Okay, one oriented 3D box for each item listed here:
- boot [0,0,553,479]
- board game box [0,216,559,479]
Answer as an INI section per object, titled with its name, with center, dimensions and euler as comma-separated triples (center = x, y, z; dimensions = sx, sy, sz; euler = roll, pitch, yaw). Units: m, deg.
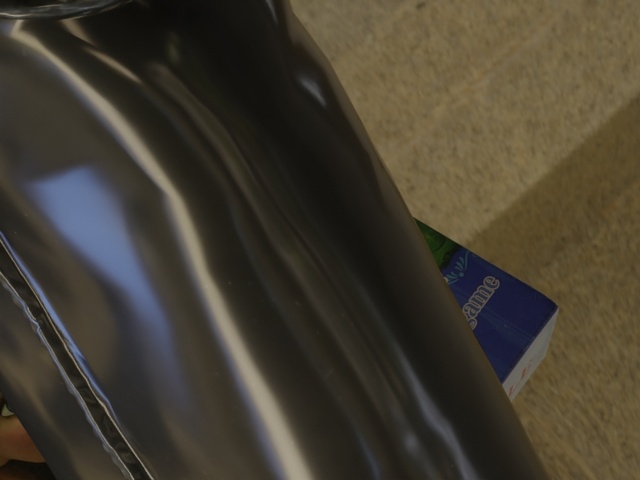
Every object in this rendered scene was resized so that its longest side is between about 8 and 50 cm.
[boot]
center = -0.001, -0.001, 0.374
dimensions = 0.367, 0.445, 0.146
euler = 17, -131, 45
[board game box]
center = -0.095, 0.077, 0.727
dimensions = 0.318, 0.066, 0.319
euler = 31, -117, 18
